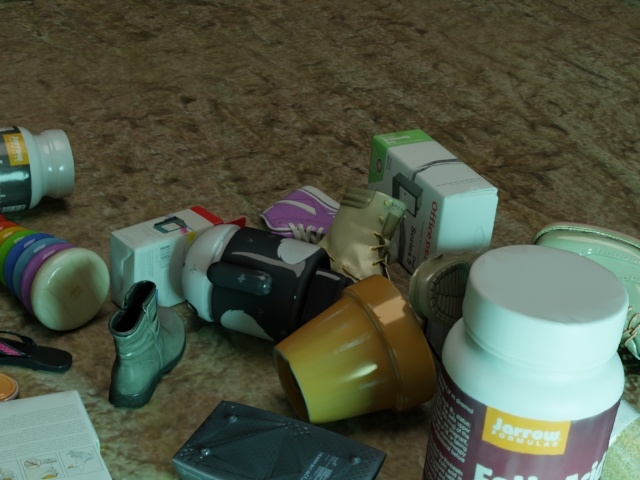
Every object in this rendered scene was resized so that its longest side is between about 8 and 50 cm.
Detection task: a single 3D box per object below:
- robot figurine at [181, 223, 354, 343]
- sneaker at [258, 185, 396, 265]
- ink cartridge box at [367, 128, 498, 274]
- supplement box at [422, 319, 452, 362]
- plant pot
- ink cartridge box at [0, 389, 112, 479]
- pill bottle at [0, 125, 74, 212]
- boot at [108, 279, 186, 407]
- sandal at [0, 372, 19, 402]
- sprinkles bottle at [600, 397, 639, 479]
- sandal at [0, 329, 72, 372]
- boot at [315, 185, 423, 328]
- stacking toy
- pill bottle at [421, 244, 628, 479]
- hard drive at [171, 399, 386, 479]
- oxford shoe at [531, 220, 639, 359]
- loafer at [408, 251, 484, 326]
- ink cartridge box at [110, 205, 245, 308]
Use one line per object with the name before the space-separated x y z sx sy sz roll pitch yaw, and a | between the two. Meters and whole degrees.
robot figurine | -0.090 0.075 1.908 0.278 0.209 0.173 15 47 16
sneaker | 0.000 0.001 2.149 0.161 0.102 0.282 -27 35 -34
ink cartridge box | 0.196 -0.059 2.167 0.114 0.198 0.273 -9 31 -24
supplement box | 0.287 0.136 1.901 0.191 0.129 0.194 -4 30 -16
plant pot | 0.040 0.179 1.734 0.188 0.205 0.205 -23 37 -16
ink cartridge box | -0.425 0.304 1.542 0.275 0.060 0.239 -7 32 -23
pill bottle | -0.612 -0.129 2.194 0.278 0.162 0.162 -10 32 -25
boot | -0.258 0.127 1.787 0.083 0.161 0.246 9 29 6
sandal | -0.567 0.176 1.732 0.265 0.076 0.102 11 29 9
sprinkles bottle | 0.345 0.225 1.650 0.121 0.121 0.355 -24 59 -42
sandal | -0.469 0.163 1.809 0.179 0.040 0.067 8 29 4
boot | 0.103 0.026 2.000 0.262 0.203 0.095 24 -11 37
stacking toy | -0.501 0.028 1.968 0.141 0.141 0.330 -21 34 -40
pill bottle | 0.251 0.219 1.467 0.224 0.392 0.224 4 29 -2
hard drive | -0.056 0.310 1.601 0.254 0.054 0.172 15 30 17
oxford shoe | 0.517 0.103 1.925 0.397 0.140 0.146 29 39 10
loafer | 0.184 0.069 1.755 0.092 0.102 0.268 4 5 26
ink cartridge box | -0.240 0.028 1.999 0.231 0.134 0.078 -19 36 -38
